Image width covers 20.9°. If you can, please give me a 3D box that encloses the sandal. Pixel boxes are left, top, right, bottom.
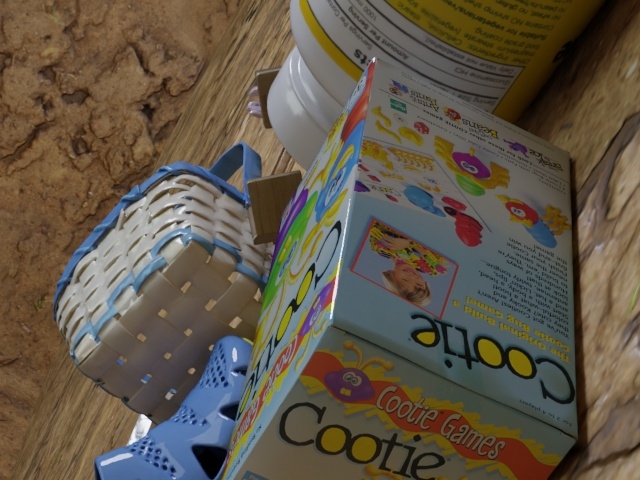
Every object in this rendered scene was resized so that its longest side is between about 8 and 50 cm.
[{"bbox_3d":[-0.141,0.222,1.546,0.317,0.138,0.126,-66,8,-20],"label":"sandal"}]

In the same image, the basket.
[{"bbox_3d":[-0.147,0.043,1.748,0.255,0.201,0.289,-47,25,16],"label":"basket"}]

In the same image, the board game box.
[{"bbox_3d":[0.050,0.043,0.991,0.142,0.144,0.275,-59,11,32],"label":"board game box"}]

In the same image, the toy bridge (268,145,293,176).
[{"bbox_3d":[-0.024,-0.133,2.093,0.188,0.026,0.063,-62,8,14],"label":"toy bridge"}]

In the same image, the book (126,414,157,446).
[{"bbox_3d":[-0.195,0.267,1.856,0.096,0.035,0.144,76,-154,-46],"label":"book"}]

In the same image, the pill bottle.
[{"bbox_3d":[0.096,-0.185,1.181,0.334,0.188,0.188,-56,13,38],"label":"pill bottle"}]

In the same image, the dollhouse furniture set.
[{"bbox_3d":[-0.007,-0.094,1.596,0.123,0.144,0.151,-111,11,-76],"label":"dollhouse furniture set"}]

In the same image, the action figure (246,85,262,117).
[{"bbox_3d":[0.060,-0.261,1.699,0.370,0.276,0.248,-108,24,-47],"label":"action figure"}]
